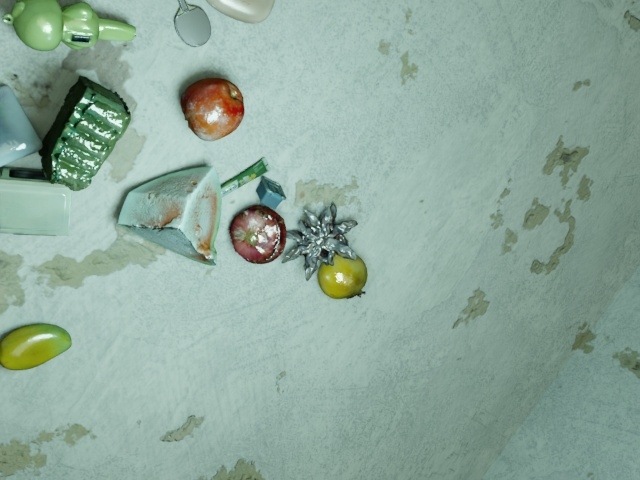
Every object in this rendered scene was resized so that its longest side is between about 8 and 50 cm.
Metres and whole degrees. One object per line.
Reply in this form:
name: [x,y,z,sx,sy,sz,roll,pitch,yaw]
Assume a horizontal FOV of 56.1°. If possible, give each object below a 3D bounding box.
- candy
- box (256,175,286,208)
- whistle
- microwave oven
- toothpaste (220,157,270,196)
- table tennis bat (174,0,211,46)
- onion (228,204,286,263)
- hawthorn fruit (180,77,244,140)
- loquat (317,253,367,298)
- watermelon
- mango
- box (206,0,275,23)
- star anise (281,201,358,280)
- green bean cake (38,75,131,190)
candy: [-0.781,-0.275,1.462,0.138,0.071,0.174,-30,100,-21]
box: [-0.155,-0.144,1.834,0.074,0.099,0.054,27,111,-33]
whistle: [-0.606,-0.531,1.452,0.294,0.141,0.141,-20,119,-40]
microwave oven: [-0.750,-0.102,1.535,0.205,0.129,0.163,4,110,-27]
toothpaste: [-0.243,-0.180,1.812,0.204,0.031,0.049,-33,122,-13]
table tennis bat: [-0.349,-0.594,1.599,0.095,0.014,0.158,-30,122,-12]
onion: [-0.187,-0.019,1.853,0.183,0.147,0.184,0,93,5]
hawthorn fruit: [-0.290,-0.359,1.638,0.172,0.173,0.173,-10,114,-23]
loquat: [0.069,0.109,2.017,0.172,0.149,0.205,-33,105,-10]
watermelon: [-0.367,-0.076,1.685,0.320,0.213,0.290,39,89,-21]
mango: [-0.805,0.298,1.693,0.194,0.092,0.130,-4,110,-30]
box: [-0.215,-0.663,1.593,0.200,0.088,0.146,15,104,-31]
star anise: [-0.004,-0.003,1.934,0.282,0.129,0.212,-24,89,-4]
green bean cake: [-0.588,-0.262,1.482,0.132,0.241,0.255,26,97,-37]
